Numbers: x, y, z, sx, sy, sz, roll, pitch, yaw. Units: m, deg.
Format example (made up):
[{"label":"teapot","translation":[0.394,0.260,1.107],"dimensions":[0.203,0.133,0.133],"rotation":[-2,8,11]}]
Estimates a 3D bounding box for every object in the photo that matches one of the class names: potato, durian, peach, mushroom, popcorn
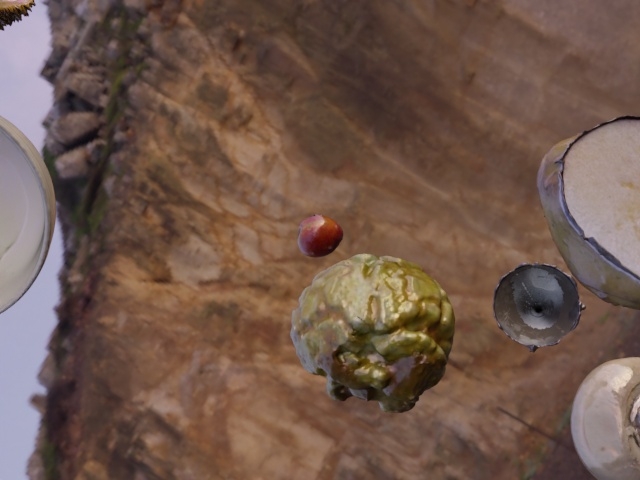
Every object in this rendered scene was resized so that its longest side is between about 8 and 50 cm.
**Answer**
[{"label":"potato","translation":[0.396,-0.018,1.208],"dimensions":[0.196,0.299,0.246],"rotation":[126,141,-63]},{"label":"durian","translation":[-0.598,-0.457,1.738],"dimensions":[0.165,0.182,0.132],"rotation":[-54,-14,-29]},{"label":"peach","translation":[-0.001,0.000,1.935],"dimensions":[0.061,0.098,0.098],"rotation":[-92,22,-62]},{"label":"mushroom","translation":[0.561,0.319,1.675],"dimensions":[0.246,0.246,0.202],"rotation":[-56,5,-22]},{"label":"popcorn","translation":[0.083,0.151,1.587],"dimensions":[0.282,0.282,0.247],"rotation":[101,-174,-53]}]

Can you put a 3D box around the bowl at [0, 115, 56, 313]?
[{"label":"bowl","translation":[-0.439,-0.045,1.143],"dimensions":[0.145,0.277,0.277],"rotation":[-86,22,-77]}]

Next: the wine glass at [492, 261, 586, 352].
[{"label":"wine glass","translation":[0.395,0.126,1.743],"dimensions":[0.156,0.156,0.232],"rotation":[-61,-17,-1]}]
